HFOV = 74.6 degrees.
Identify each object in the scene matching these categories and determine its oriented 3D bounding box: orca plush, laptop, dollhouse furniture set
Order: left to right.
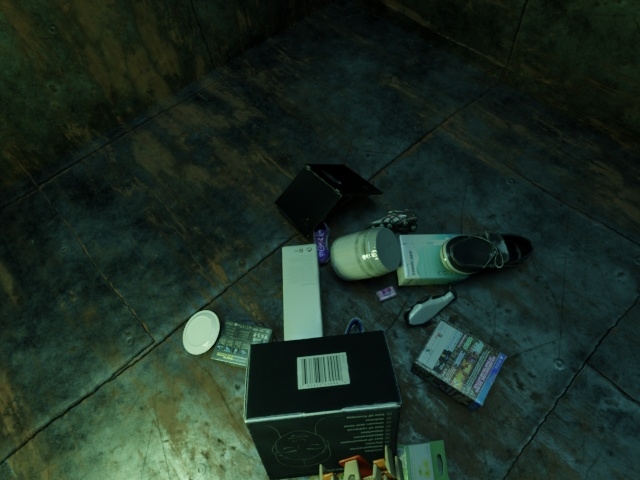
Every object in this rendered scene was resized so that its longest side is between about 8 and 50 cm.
[{"bbox_3d":[0.032,-0.225,2.212,0.409,0.236,0.382,-6,35,-32],"label":"laptop"},{"bbox_3d":[0.162,0.803,1.433,0.262,0.259,0.135,-26,30,18],"label":"dollhouse furniture set"},{"bbox_3d":[0.476,0.278,1.894,0.287,0.151,0.102,-38,32,-14],"label":"orca plush"}]

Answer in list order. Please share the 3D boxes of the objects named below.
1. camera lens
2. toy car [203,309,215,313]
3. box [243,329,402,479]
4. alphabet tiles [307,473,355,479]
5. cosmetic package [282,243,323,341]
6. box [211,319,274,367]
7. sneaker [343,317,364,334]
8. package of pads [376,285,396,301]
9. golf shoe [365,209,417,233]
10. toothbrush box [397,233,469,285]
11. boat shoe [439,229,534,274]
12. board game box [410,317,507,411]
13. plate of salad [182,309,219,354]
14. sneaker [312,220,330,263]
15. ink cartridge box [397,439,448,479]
[{"bbox_3d":[0.198,0.066,1.921,0.275,0.219,0.219,-16,49,40],"label":"camera lens"},{"bbox_3d":[-0.508,0.378,1.936,0.060,0.040,0.121,-7,54,-25],"label":"toy car"},{"bbox_3d":[0.015,0.591,1.484,0.481,0.471,0.297,-6,40,-1],"label":"box"},{"bbox_3d":[0.034,1.014,1.531,0.285,0.011,0.342,35,67,22],"label":"alphabet tiles"},{"bbox_3d":[-0.073,0.267,1.865,0.162,0.230,0.452,-6,58,1],"label":"cosmetic package"},{"bbox_3d":[-0.342,0.465,1.861,0.233,0.059,0.183,9,60,8],"label":"box"},{"bbox_3d":[0.128,0.470,1.784,0.112,0.130,0.296,3,61,4],"label":"sneaker"},{"bbox_3d":[0.307,0.250,1.960,0.084,0.032,0.050,-20,61,-8],"label":"package of pads"},{"bbox_3d":[0.353,-0.087,2.136,0.273,0.105,0.120,-9,43,-8],"label":"golf shoe"},{"bbox_3d":[0.507,0.090,1.952,0.296,0.126,0.216,-2,68,-6],"label":"toothbrush box"},{"bbox_3d":[0.746,0.045,1.873,0.501,0.156,0.186,-1,71,-26],"label":"boat shoe"},{"bbox_3d":[0.559,0.505,1.723,0.291,0.141,0.232,31,66,20],"label":"board game box"},{"bbox_3d":[-0.531,0.412,1.887,0.200,0.048,0.199,-12,59,21],"label":"plate of salad"},{"bbox_3d":[0.000,0.000,2.093,0.095,0.104,0.236,0,60,2],"label":"sneaker"},{"bbox_3d":[0.386,0.820,1.514,0.235,0.056,0.170,8,67,-27],"label":"ink cartridge box"}]
